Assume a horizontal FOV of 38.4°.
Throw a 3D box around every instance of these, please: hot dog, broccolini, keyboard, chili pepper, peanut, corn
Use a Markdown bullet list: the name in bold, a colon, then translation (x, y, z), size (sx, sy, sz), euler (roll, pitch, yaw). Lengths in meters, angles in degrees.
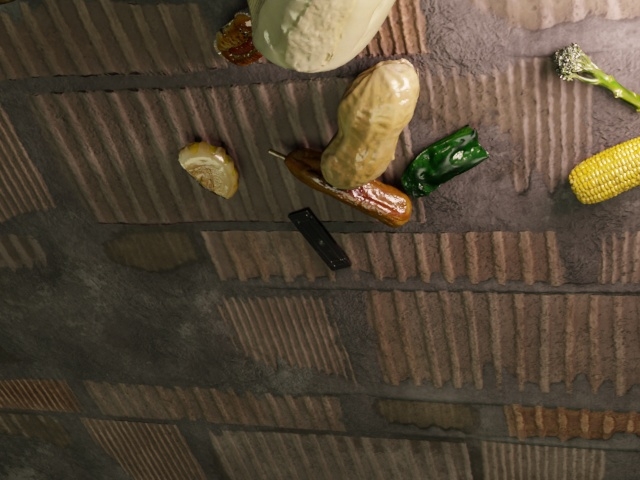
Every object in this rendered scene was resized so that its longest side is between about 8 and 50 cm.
- **hot dog**: translation (-0.150, -0.389, 1.783), size (0.099, 0.053, 0.192), euler (32, 155, -18)
- **broccolini**: translation (0.527, -0.291, 1.719), size (0.216, 0.058, 0.067), euler (31, 133, -17)
- **keyboard**: translation (0.000, 0.000, 2.216), size (0.061, 0.013, 0.204), euler (-16, 129, 31)
- **chili pepper**: translation (0.258, -0.162, 1.934), size (0.098, 0.061, 0.224), euler (41, 134, -16)
- **peanut**: translation (0.095, -0.224, 1.839), size (0.149, 0.149, 0.313), euler (19, 131, -4)
- **corn**: translation (0.611, -0.150, 1.819), size (0.244, 0.093, 0.093), euler (-26, 123, 34)

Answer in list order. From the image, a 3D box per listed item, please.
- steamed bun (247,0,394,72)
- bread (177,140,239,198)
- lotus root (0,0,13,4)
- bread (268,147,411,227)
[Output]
- **steamed bun**: translation (0.027, -0.442, 1.599), size (0.272, 0.274, 0.290), euler (8, 143, -15)
- **bread**: translation (-0.243, -0.171, 2.056), size (0.157, 0.083, 0.094), euler (27, 134, -15)
- **lotus root**: translation (-0.665, -0.530, 1.751), size (0.274, 0.160, 0.152), euler (5, 161, 13)
- **bread**: translation (0.045, -0.129, 2.005), size (0.344, 0.084, 0.124), euler (26, 177, -4)
